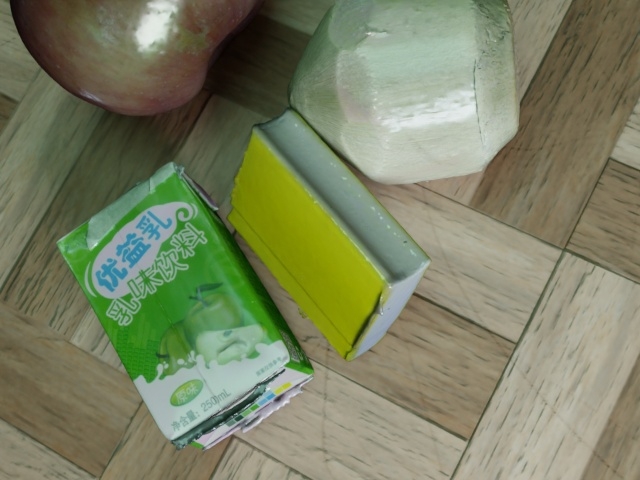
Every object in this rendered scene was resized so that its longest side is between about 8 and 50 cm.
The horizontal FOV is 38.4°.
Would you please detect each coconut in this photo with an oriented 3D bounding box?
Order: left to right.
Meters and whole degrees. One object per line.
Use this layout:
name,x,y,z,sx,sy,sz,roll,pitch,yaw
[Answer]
coconut,0.084,-0.166,0.932,0.234,0.224,0.224,1,76,13

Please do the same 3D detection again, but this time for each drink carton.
drink carton,-0.137,0.070,0.966,0.161,0.108,0.271,-34,72,1

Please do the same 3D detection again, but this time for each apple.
apple,-0.184,-0.286,0.986,0.235,0.306,0.306,36,84,-7

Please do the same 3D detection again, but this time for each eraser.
eraser,0.000,0.000,0.931,0.069,0.158,0.226,-28,67,-34
